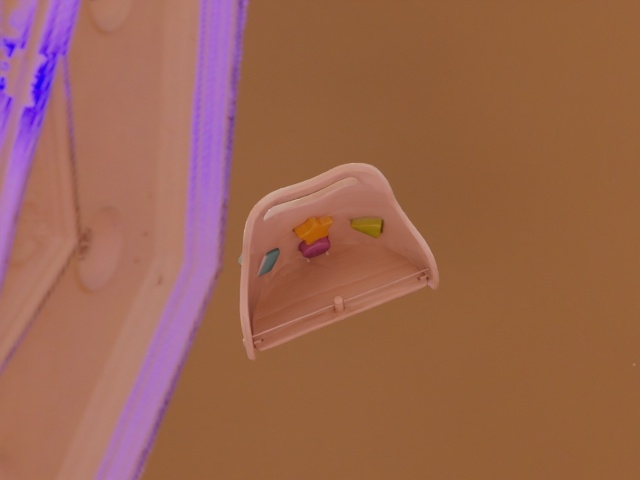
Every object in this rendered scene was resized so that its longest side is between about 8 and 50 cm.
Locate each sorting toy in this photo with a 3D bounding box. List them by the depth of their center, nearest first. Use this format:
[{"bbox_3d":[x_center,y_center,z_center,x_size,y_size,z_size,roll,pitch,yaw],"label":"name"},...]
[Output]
[{"bbox_3d":[0.000,0.000,0.423,0.083,0.075,0.045,-21,-121,-7],"label":"sorting toy"}]
